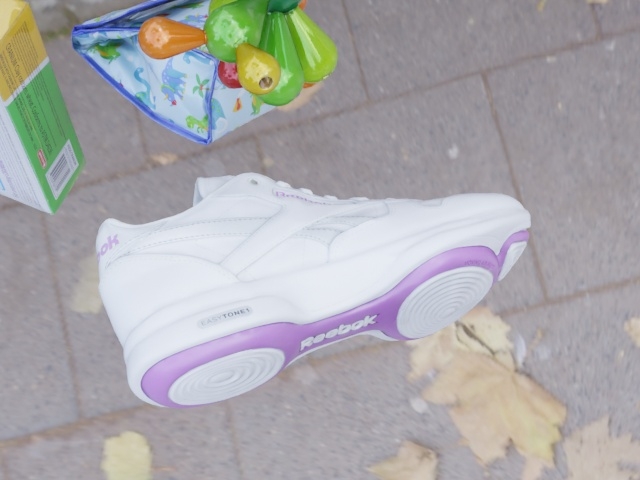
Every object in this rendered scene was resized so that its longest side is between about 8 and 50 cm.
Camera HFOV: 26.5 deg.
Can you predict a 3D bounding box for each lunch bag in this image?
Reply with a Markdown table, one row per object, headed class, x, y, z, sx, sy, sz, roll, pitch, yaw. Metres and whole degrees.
| class | x | y | z | sx | sy | sz | roll | pitch | yaw |
| --- | --- | --- | --- | --- | --- | --- | --- | --- | --- |
| lunch bag | -0.106 | -0.158 | 1.104 | 0.151 | 0.129 | 0.096 | 25 | 125 | 27 |

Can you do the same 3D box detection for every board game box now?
| class | x | y | z | sx | sy | sz | roll | pitch | yaw |
| --- | --- | --- | --- | --- | --- | --- | --- | --- | --- |
| board game box | -0.374 | -0.158 | 1.170 | 0.316 | 0.242 | 0.064 | 22 | 65 | 13 |

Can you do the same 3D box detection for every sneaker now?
| class | x | y | z | sx | sy | sz | roll | pitch | yaw |
| --- | --- | --- | --- | --- | --- | --- | --- | --- | --- |
| sneaker | 0.000 | 0.000 | 0.886 | 0.305 | 0.114 | 0.152 | -14 | 57 | -27 |

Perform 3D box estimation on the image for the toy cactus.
| class | x | y | z | sx | sy | sz | roll | pitch | yaw |
| --- | --- | --- | --- | --- | --- | --- | --- | --- | --- |
| toy cactus | -0.034 | -0.160 | 0.705 | 0.112 | 0.219 | 0.181 | 1 | 91 | -4 |
